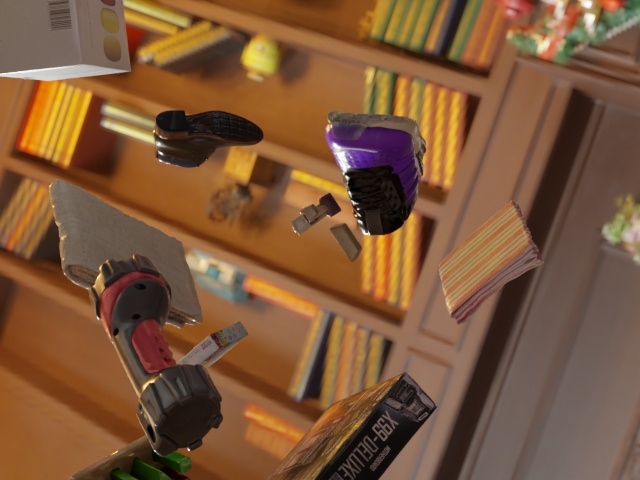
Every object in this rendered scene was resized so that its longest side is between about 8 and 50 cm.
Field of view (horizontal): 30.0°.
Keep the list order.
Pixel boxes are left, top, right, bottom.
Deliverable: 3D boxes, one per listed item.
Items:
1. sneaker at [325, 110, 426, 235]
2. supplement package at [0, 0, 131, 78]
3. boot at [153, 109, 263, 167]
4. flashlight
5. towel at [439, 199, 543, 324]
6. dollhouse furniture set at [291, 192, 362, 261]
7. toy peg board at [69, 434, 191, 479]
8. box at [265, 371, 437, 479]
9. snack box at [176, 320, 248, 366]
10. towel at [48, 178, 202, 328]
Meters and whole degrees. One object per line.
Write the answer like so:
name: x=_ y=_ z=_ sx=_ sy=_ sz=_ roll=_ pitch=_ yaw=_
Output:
sneaker: x=0.078 y=-0.080 z=1.562 sx=0.102 sy=0.146 sz=0.293 roll=6 pitch=175 yaw=19
supplement package: x=-0.369 y=-0.303 z=1.685 sx=0.133 sy=0.139 sz=0.244 roll=-5 pitch=-174 yaw=7
boot: x=-0.230 y=-0.200 z=2.391 sx=0.219 sy=0.082 sz=0.106 roll=6 pitch=142 yaw=-15
flashlight: x=-0.197 y=0.128 z=1.445 sx=0.103 sy=0.103 sz=0.304 roll=-8 pitch=-150 yaw=-23
towel: x=0.225 y=0.028 z=1.600 sx=0.029 sy=0.144 sz=0.197 roll=45 pitch=-165 yaw=-15
dollhouse furniture set: x=0.000 y=0.000 z=1.898 sx=0.114 sy=0.081 sz=0.091 roll=56 pitch=-153 yaw=0
toy peg board: x=-0.239 y=0.366 z=1.626 sx=0.161 sy=0.161 sz=0.079 roll=-25 pitch=-155 yaw=-37
box: x=0.006 y=0.346 z=1.777 sx=0.076 sy=0.307 sz=0.242 roll=48 pitch=145 yaw=-5
snack box: x=-0.224 y=0.223 z=2.410 sx=0.037 sy=0.141 sz=0.100 roll=55 pitch=-145 yaw=8
towel: x=-0.302 y=0.027 z=1.851 sx=0.282 sy=0.049 sz=0.187 roll=32 pitch=-153 yaw=-43
